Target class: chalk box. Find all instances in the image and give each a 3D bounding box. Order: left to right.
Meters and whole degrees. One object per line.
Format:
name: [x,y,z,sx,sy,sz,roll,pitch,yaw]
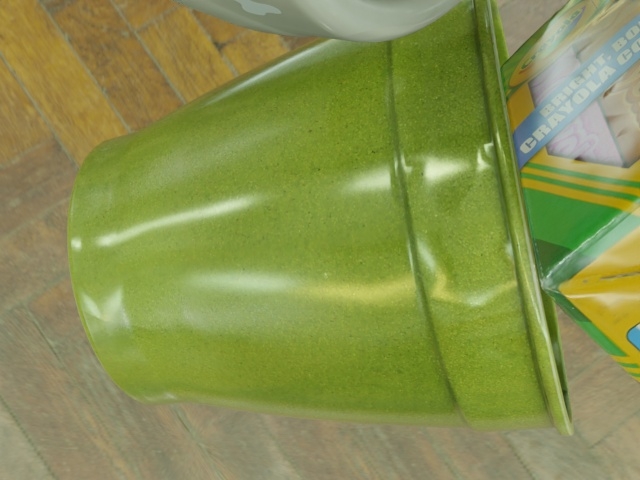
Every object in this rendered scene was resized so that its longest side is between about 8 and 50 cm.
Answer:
chalk box: [0.208,-0.052,0.429,0.180,0.289,0.179,41,116,-15]

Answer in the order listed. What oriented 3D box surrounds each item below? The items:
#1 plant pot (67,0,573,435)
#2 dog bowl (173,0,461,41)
plant pot: [0.000,0.000,0.773,0.353,0.366,0.366,-11,78,14]
dog bowl: [0.025,-0.233,0.332,0.102,0.349,0.349,27,74,23]
